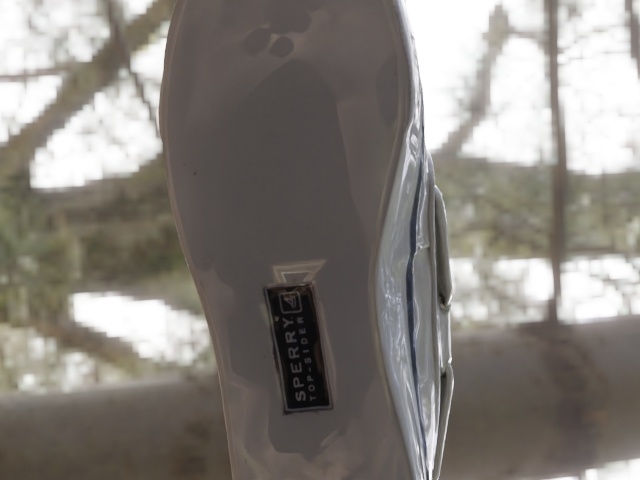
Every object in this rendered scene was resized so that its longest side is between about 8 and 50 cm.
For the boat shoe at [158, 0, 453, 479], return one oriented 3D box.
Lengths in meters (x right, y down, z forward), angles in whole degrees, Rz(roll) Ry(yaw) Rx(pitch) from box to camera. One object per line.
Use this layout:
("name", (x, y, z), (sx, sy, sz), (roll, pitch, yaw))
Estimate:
("boat shoe", (0.000, 0.000, 0.716), (0.084, 0.095, 0.258), (-42, 134, -70))
